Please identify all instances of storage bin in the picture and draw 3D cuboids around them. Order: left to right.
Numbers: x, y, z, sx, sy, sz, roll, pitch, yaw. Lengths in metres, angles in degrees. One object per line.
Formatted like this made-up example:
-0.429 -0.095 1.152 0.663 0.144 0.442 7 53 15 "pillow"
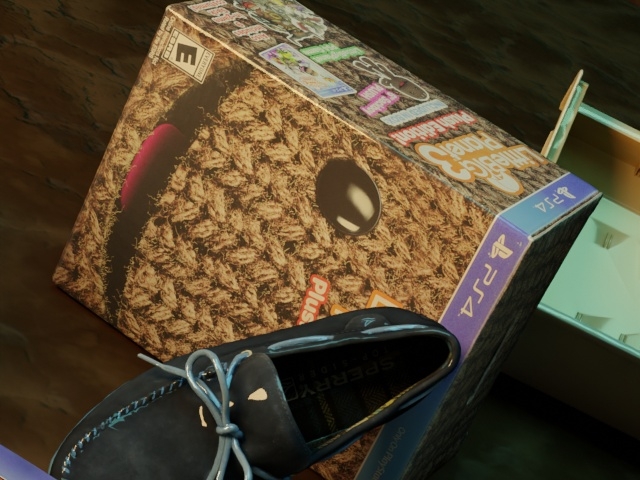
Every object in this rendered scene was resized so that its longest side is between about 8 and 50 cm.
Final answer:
0.278 0.026 1.422 0.262 0.123 0.260 26 56 1 "storage bin"

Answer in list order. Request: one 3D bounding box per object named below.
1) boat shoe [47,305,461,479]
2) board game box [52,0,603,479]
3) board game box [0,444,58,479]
-0.037 0.092 1.017 0.258 0.089 0.109 -28 94 -22 "boat shoe"
0.000 0.000 1.197 0.291 0.232 0.141 33 26 16 "board game box"
-0.229 0.155 0.886 0.317 0.046 0.213 30 25 8 "board game box"
